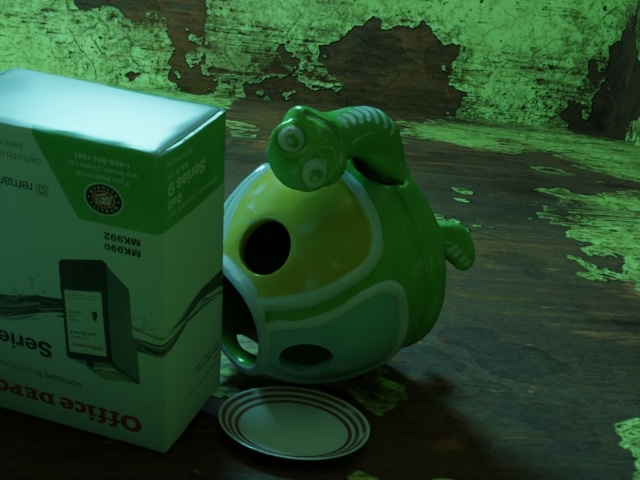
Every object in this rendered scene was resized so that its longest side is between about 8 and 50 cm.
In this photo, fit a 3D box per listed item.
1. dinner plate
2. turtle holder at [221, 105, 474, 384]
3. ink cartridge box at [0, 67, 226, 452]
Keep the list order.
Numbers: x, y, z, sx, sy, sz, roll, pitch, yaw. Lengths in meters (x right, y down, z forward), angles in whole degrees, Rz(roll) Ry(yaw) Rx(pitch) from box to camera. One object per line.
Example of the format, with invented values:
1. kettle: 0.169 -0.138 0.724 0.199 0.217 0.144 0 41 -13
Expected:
1. dinner plate: -0.025 0.172 0.887 0.141 0.017 0.141 6 15 -2
2. turtle holder: 0.007 0.018 0.963 0.227 0.243 0.320 -28 -6 -28
3. ink cartridge box: -0.200 0.019 0.831 0.211 0.289 0.121 12 29 16
